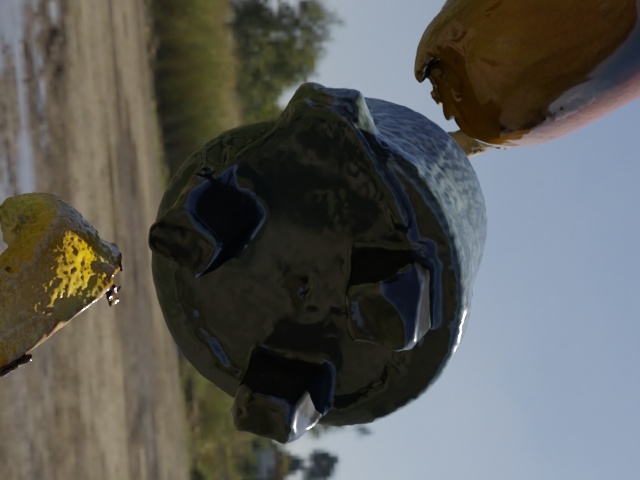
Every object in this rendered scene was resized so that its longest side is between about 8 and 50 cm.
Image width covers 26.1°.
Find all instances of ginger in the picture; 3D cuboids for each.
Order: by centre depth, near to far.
[{"bbox_3d":[0.203,-0.150,1.743,0.165,0.067,0.096,-17,-115,41],"label":"ginger"}]

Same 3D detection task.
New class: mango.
[{"bbox_3d":[0.215,-0.177,1.095,0.153,0.287,0.201,65,14,3],"label":"mango"}]

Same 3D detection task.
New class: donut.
[{"bbox_3d":[-0.231,0.034,0.996,0.146,0.181,0.078,32,-30,59],"label":"donut"}]

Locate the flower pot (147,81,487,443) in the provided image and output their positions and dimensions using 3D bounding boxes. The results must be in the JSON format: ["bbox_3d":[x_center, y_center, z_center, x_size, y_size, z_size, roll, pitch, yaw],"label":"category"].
[{"bbox_3d":[0.000,0.000,1.194,0.283,0.299,0.299,-47,138,-63],"label":"flower pot"}]
